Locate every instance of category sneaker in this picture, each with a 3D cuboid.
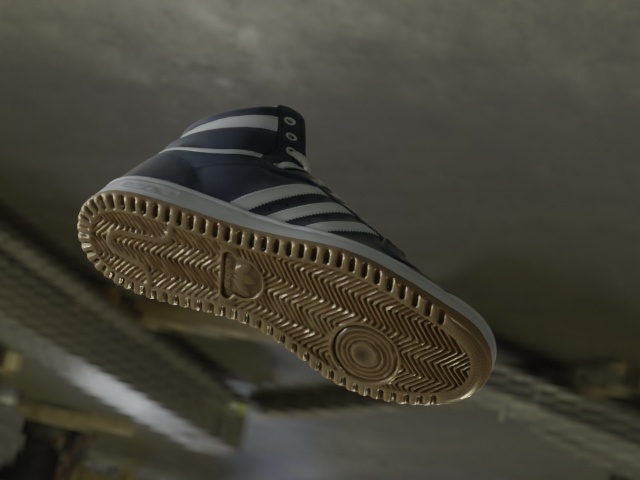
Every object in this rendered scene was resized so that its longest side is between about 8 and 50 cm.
[{"bbox_3d":[0.000,0.000,1.144,0.282,0.153,0.099,21,125,15],"label":"sneaker"}]
